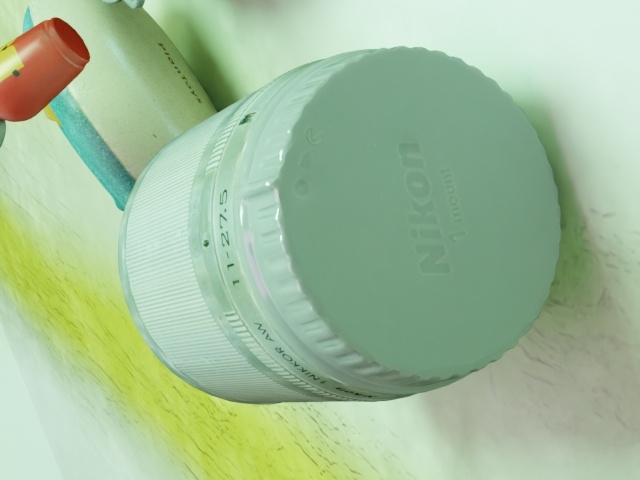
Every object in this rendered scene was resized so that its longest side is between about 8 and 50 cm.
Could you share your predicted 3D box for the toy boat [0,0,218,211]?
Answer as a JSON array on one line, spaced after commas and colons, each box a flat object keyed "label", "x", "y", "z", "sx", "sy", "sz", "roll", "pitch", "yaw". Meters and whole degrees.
[{"label": "toy boat", "x": -0.210, "y": -0.118, "z": 1.013, "sx": 0.148, "sy": 0.318, "sz": 0.267, "roll": -35, "pitch": 83, "yaw": 15}]

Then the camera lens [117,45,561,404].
[{"label": "camera lens", "x": 0.000, "y": 0.000, "z": 0.798, "sx": 0.274, "sy": 0.219, "sz": 0.219, "roll": -16, "pitch": 93, "yaw": 61}]

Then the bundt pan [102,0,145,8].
[{"label": "bundt pan", "x": -0.133, "y": -0.355, "z": 0.915, "sx": 0.331, "sy": 0.124, "sz": 0.331, "roll": 35, "pitch": 135, "yaw": 46}]
